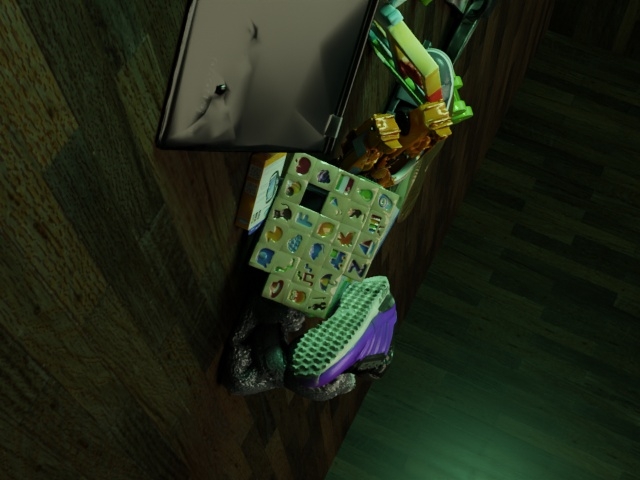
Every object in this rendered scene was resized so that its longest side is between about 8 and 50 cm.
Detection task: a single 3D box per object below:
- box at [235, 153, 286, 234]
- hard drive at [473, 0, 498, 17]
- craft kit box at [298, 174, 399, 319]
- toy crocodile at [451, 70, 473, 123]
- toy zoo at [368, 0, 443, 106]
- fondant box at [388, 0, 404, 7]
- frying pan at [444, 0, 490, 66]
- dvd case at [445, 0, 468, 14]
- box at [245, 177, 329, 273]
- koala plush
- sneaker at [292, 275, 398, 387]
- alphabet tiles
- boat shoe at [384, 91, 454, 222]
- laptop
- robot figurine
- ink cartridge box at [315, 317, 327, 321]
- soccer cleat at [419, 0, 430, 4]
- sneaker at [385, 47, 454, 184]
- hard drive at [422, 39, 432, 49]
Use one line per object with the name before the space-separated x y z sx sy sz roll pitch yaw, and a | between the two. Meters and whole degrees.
box | -0.093 -0.077 1.374 0.081 0.028 0.136 -41 154 -60
hard drive | 0.475 -0.728 2.373 0.255 0.054 0.172 -64 166 -11
craft kit box | 0.047 0.024 1.593 0.250 0.061 0.246 -61 169 -1
toy crocodile | 0.320 -0.363 2.309 0.340 0.105 0.115 -3 74 -74
toy zoo | 0.137 -0.318 1.517 0.030 0.192 0.293 -38 166 2
fondant box | 0.206 -0.510 1.301 0.238 0.096 0.330 -38 174 -18
frying pan | 0.356 -0.513 2.200 0.197 0.053 0.326 -62 175 14
dvd case | 0.365 -0.671 2.125 0.253 0.022 0.180 -70 166 11
box | -0.038 -0.019 1.534 0.158 0.093 0.156 -70 166 8
koala plush | -0.045 0.219 1.620 0.203 0.221 0.196 -65 166 -7
sneaker | 0.064 0.187 1.518 0.293 0.102 0.146 -44 120 -50
alphabet tiles | 0.000 0.000 1.446 0.237 0.198 0.009 -67 -157 2
boat shoe | 0.208 -0.213 2.102 0.121 0.110 0.341 -10 127 -63
laptop | -0.047 -0.329 1.159 0.408 0.236 0.382 -105 -149 -65
robot figurine | 0.102 -0.151 1.581 0.211 0.085 0.291 -16 168 -24
ink cartridge box | 0.028 0.041 1.878 0.158 0.092 0.218 -53 159 -45
soccer cleat | 0.244 -0.558 1.804 0.179 0.060 0.072 -58 175 -8
sneaker | 0.198 -0.259 1.952 0.127 0.126 0.321 -46 158 -68
hard drive | 0.225 -0.383 2.065 0.135 0.022 0.094 -64 166 -10
